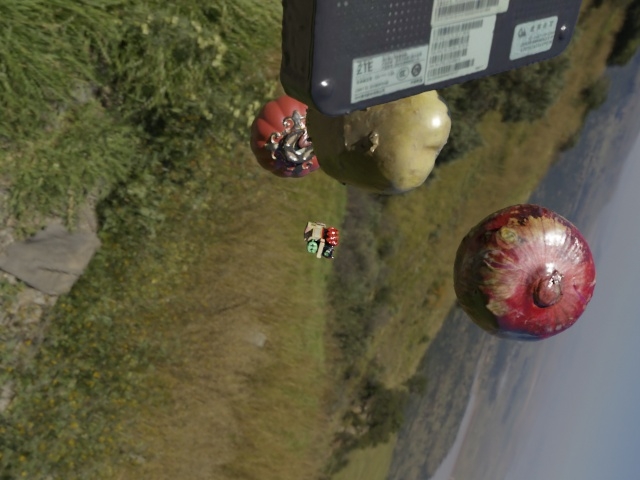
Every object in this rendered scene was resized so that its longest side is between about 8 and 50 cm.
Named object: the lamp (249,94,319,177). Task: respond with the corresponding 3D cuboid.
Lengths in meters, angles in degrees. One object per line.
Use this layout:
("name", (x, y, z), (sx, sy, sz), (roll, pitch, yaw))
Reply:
("lamp", (-0.076, -0.275, 1.930), (0.227, 0.226, 0.227), (-52, 152, -42))

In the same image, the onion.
("onion", (0.349, 0.060, 1.233), (0.190, 0.246, 0.247), (-106, -153, -71))

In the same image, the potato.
("potato", (0.076, -0.179, 1.175), (0.141, 0.296, 0.192), (7, 99, -43))

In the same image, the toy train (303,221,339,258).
("toy train", (0.000, 0.000, 1.788), (0.138, 0.087, 0.050), (-85, -171, -68))

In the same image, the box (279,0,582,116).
("box", (0.120, -0.241, 0.624), (0.350, 0.058, 0.211), (-22, 132, -33))
